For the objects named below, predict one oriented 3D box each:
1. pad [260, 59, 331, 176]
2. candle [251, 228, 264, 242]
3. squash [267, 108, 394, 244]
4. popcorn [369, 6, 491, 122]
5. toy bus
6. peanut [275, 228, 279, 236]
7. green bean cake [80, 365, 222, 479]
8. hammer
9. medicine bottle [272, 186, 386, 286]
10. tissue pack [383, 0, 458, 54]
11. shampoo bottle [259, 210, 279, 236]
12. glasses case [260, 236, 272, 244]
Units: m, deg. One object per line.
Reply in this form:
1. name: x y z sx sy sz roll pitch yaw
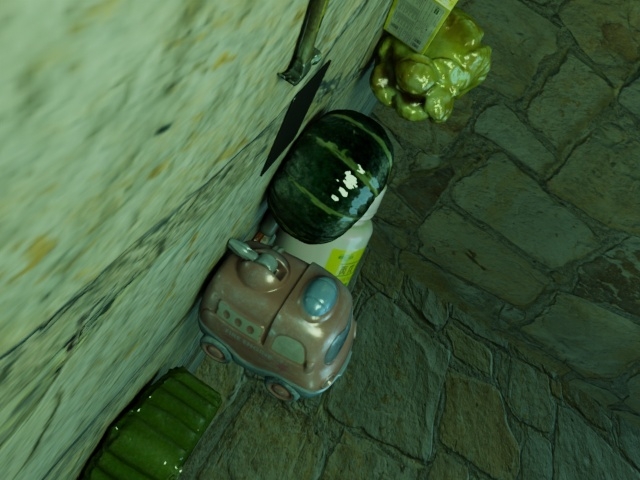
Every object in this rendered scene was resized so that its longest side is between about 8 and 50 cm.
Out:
1. pad: -0.035 -0.163 0.655 0.112 0.003 0.157 -57 -179 -38
2. candle: -0.132 -0.023 1.129 0.167 0.021 0.026 -57 -179 -23
3. squash: 0.020 -0.112 0.861 0.252 0.165 0.252 -53 -176 6
4. popcorn: 0.226 -0.379 1.064 0.276 0.225 0.276 -44 -174 6
5. toy bus: -0.068 0.124 0.851 0.197 0.294 0.231 -54 169 -41
6. peanut: -0.031 -0.097 1.369 0.305 0.147 0.147 -52 179 -29
7. green bean cake: -0.331 0.405 0.947 0.246 0.156 0.250 -57 -179 20
8. hammer: -0.001 -0.191 0.387 0.062 0.017 0.182 -57 180 -26
9. medicine bottle: 0.000 0.000 1.165 0.213 0.214 0.378 -59 172 -63
10. tissue pack: 0.180 -0.411 0.851 0.062 0.095 0.176 -55 -179 -4
11. shampoo bottle: -0.076 -0.086 1.048 0.165 0.040 0.080 -55 -174 16
12. glasses case: -0.135 -0.012 1.183 0.083 0.032 0.021 -56 -177 -23
